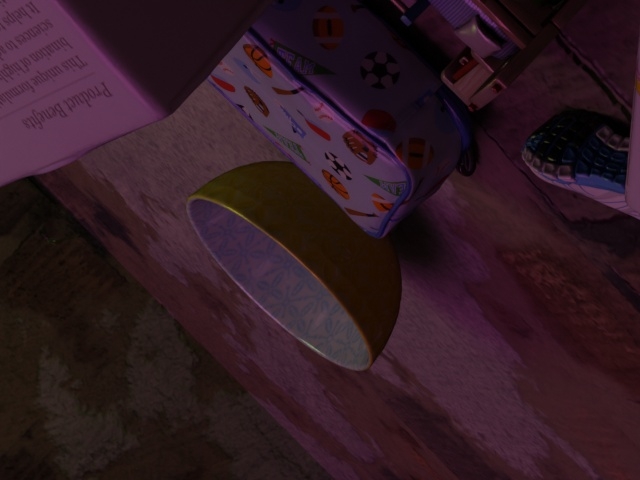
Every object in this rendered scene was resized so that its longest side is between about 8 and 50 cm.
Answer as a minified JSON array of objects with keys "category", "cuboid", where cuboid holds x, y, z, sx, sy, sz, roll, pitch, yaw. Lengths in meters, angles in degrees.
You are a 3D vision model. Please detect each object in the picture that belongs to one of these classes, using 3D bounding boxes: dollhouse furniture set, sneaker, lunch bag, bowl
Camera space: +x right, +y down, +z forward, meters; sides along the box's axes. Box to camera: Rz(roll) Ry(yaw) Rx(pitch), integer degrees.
[{"category":"dollhouse furniture set","cuboid":[0.104,-0.175,1.188,0.129,0.129,0.184,44,164,-3]},{"category":"sneaker","cuboid":[0.246,-0.049,1.281,0.191,0.071,0.083,24,161,49]},{"category":"lunch bag","cuboid":[-0.002,-0.149,1.500,0.303,0.115,0.243,46,164,5]},{"category":"bowl","cuboid":[0.000,0.000,1.813,0.289,0.156,0.289,39,163,15]}]

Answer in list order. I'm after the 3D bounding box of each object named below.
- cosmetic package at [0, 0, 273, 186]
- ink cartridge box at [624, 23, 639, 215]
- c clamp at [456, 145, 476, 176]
[{"category":"cosmetic package","cuboid":[-0.246,-0.299,1.218,0.329,0.327,0.393,-14,123,49]},{"category":"ink cartridge box","cuboid":[0.312,-0.081,0.934,0.226,0.131,0.306,36,163,23]},{"category":"c clamp","cuboid":[0.105,-0.104,1.561,0.161,0.022,0.137,22,148,54]}]
